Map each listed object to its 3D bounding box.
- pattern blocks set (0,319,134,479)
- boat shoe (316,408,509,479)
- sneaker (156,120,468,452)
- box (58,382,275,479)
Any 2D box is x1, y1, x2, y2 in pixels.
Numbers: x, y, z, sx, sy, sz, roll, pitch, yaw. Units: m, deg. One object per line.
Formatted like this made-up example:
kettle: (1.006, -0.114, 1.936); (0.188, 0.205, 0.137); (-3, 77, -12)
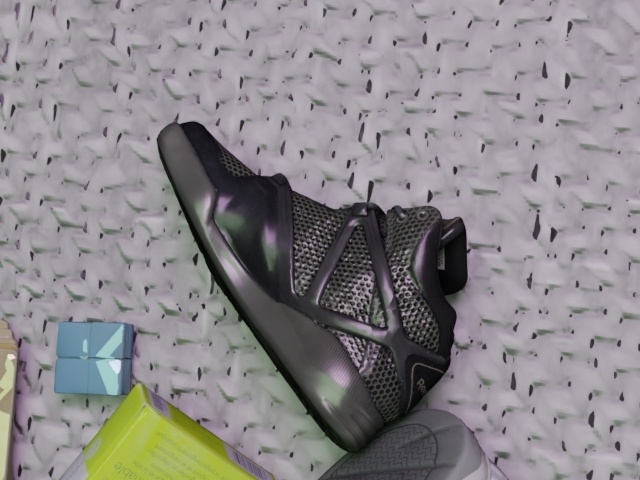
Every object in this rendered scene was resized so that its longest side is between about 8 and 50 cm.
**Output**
pattern blocks set: (-0.280, 0.129, 0.765); (0.325, 0.026, 0.285); (11, 86, 14)
boat shoe: (-0.019, 0.231, 0.647); (0.320, 0.118, 0.103); (-43, 113, -4)
sneaker: (0.000, 0.000, 0.694); (0.130, 0.087, 0.227); (-34, 64, -11)
box: (-0.118, 0.185, 0.691); (0.109, 0.042, 0.178); (39, 92, -19)
